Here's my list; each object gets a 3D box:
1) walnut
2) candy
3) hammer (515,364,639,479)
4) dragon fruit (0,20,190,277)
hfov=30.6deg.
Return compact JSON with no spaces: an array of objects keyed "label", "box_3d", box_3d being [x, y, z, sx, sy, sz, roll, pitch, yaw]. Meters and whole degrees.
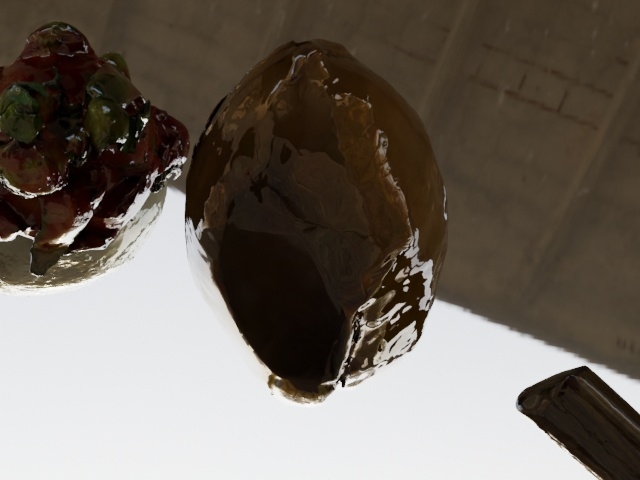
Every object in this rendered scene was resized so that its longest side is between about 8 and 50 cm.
[{"label":"walnut","box_3d":[0.000,0.000,0.609,0.137,0.137,0.245,5,-46,14]},{"label":"candy","box_3d":[-0.319,-0.052,1.341,0.295,0.185,0.295,-8,-65,-17]},{"label":"hammer","box_3d":[0.320,0.235,0.864,0.409,0.095,0.242,44,-45,8]},{"label":"dragon fruit","box_3d":[-0.134,-0.052,0.636,0.138,0.175,0.142,-2,-95,-15]}]
